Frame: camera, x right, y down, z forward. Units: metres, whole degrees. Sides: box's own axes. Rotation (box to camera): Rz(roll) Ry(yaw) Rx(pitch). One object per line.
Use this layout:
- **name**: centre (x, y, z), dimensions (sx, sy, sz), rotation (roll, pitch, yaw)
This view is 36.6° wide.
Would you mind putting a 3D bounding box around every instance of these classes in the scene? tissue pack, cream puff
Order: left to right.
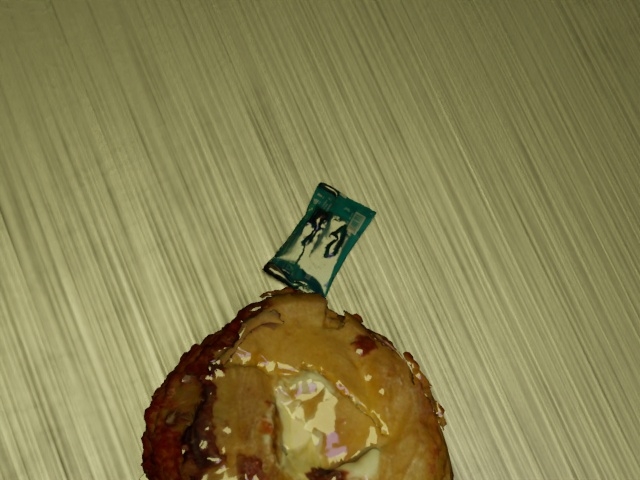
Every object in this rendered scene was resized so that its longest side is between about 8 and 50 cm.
- **cream puff**: centre (-0.031, 0.238, 1.008), dimensions (0.350, 0.229, 0.350), rotation (13, 55, -19)
- **tissue pack**: centre (0.000, 0.000, 1.181), dimensions (0.085, 0.028, 0.138), rotation (31, 77, 2)

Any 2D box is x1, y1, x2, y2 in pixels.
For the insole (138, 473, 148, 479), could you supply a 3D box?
- **insole**: centre (-0.197, 0.350, 1.075), dimensions (0.065, 0.006, 0.193), rotation (11, 74, -3)
